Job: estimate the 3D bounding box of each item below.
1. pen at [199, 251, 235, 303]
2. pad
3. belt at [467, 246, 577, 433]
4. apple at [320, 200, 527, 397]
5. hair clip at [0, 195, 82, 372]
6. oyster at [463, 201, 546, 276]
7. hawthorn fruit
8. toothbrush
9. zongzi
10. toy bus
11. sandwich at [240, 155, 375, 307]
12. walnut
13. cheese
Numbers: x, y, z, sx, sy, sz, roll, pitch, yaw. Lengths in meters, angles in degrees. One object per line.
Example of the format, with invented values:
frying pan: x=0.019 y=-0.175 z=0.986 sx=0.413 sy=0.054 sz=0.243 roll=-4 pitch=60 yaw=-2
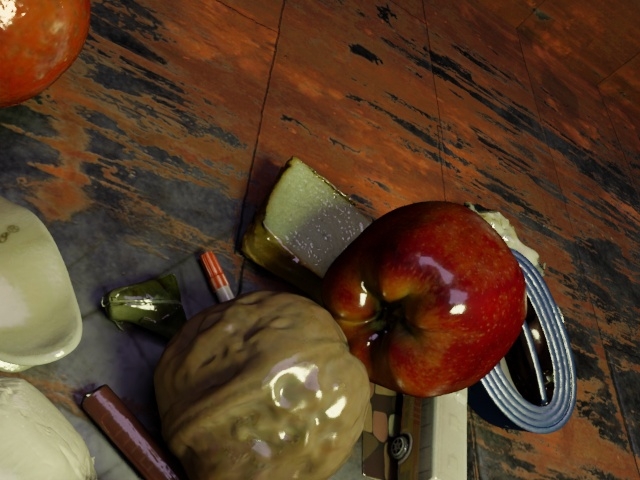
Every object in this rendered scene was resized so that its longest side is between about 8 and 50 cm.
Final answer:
pen: x=-0.129 y=0.123 z=0.906 sx=0.028 sy=0.028 sz=0.239 roll=-14 pitch=69 yaw=-43
pad: x=0.136 y=0.298 z=1.006 sx=0.158 sy=0.003 sz=0.235 roll=24 pitch=47 yaw=-23
belt: x=0.339 y=0.186 z=1.105 sx=0.213 sy=0.117 sz=0.346 roll=-16 pitch=83 yaw=-17
apple: x=0.157 y=0.085 z=0.877 sx=0.317 sy=0.288 sz=0.288 roll=-13 pitch=68 yaw=-57
hair clip: x=-0.395 y=0.043 z=0.692 sx=0.282 sy=0.113 sz=0.172 roll=52 pitch=43 yaw=6
oyster: x=0.368 y=0.027 z=1.316 sx=0.351 sy=0.115 sz=0.238 roll=-9 pitch=58 yaw=-47
hawthorn fruit: x=-0.467 y=-0.291 z=0.795 sx=0.276 sy=0.276 sz=0.307 roll=24 pitch=71 yaw=-23
toothbrush: x=-0.163 y=0.322 z=0.726 sx=0.364 sy=0.041 sz=0.041 roll=48 pitch=43 yaw=1
zongzi: x=-0.236 y=0.114 z=0.814 sx=0.109 sy=0.055 sz=0.119 roll=-13 pitch=80 yaw=-41
toy bus: x=0.184 y=0.291 z=0.968 sx=0.092 sy=0.106 sz=0.268 roll=33 pitch=43 yaw=-19
sandwich: x=0.000 y=0.000 z=1.054 sx=0.251 sy=0.087 sz=0.226 roll=35 pitch=44 yaw=-14
walnut: x=-0.076 y=0.195 z=0.738 sx=0.273 sy=0.273 sz=0.227 roll=40 pitch=1 yaw=-8
cheese: x=-0.325 y=0.230 z=0.574 sx=0.198 sy=0.189 sz=0.154 roll=45 pitch=74 yaw=-1
